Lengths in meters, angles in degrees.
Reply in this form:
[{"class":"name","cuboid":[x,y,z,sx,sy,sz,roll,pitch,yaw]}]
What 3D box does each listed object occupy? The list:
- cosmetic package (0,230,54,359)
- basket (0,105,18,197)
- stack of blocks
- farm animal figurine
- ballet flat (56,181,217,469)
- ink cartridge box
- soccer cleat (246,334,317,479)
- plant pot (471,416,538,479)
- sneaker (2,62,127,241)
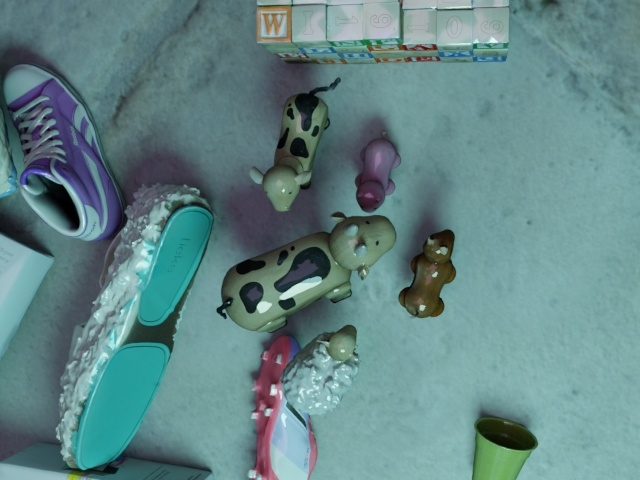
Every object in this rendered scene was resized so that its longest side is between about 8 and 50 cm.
[{"class":"cosmetic package","cuboid":[-0.615,0.066,1.277,0.377,0.097,0.284,25,85,9]},{"class":"basket","cuboid":[-0.525,-0.171,1.155,0.201,0.289,0.254,-23,51,-4]},{"class":"stack of blocks","cuboid":[0.084,-0.277,1.126,0.297,0.171,0.087,1,92,10]},{"class":"farm animal figurine","cuboid":[0.000,0.000,1.119,0.327,0.172,0.330,-42,80,-2]},{"class":"ballet flat","cuboid":[-0.266,0.107,1.242,0.147,0.147,0.408,24,93,9]},{"class":"ink cartridge box","cuboid":[-0.303,0.409,1.246,0.278,0.117,0.201,7,93,11]},{"class":"soccer cleat","cuboid":[-0.043,0.253,1.223,0.095,0.083,0.247,8,84,-26]},{"class":"plant pot","cuboid":[0.230,0.284,1.168,0.083,0.083,0.079,15,107,10]},{"class":"sneaker","cuboid":[-0.367,-0.128,1.221,0.102,0.161,0.282,-33,84,11]}]
